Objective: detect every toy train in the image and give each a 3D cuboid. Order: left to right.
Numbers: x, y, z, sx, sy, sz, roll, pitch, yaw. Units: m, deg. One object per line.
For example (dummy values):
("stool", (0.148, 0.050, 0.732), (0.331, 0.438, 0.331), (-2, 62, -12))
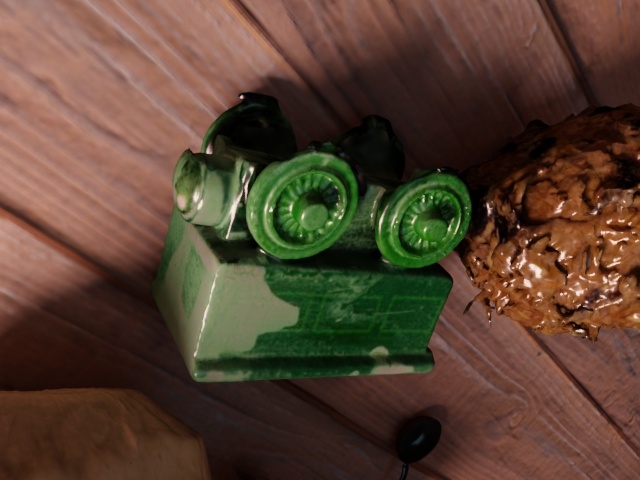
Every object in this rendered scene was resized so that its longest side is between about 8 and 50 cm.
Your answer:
("toy train", (0.000, 0.000, 0.551), (0.266, 0.145, 0.202), (5, 115, -31))

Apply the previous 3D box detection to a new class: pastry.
("pastry", (0.250, -0.011, 0.625), (0.274, 0.275, 0.193), (-29, 109, -16))

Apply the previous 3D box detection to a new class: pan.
("pan", (0.111, 0.269, 0.847), (0.068, 0.023, 0.115), (16, 103, -38))

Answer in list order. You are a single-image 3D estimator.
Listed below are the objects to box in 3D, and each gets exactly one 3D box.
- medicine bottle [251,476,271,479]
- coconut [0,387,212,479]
("medicine bottle", (-0.153, 0.432, 0.648), (0.388, 0.219, 0.219), (-34, 128, -11))
("coconut", (-0.198, 0.266, 0.459), (0.328, 0.329, 0.329), (-15, 122, -25))
